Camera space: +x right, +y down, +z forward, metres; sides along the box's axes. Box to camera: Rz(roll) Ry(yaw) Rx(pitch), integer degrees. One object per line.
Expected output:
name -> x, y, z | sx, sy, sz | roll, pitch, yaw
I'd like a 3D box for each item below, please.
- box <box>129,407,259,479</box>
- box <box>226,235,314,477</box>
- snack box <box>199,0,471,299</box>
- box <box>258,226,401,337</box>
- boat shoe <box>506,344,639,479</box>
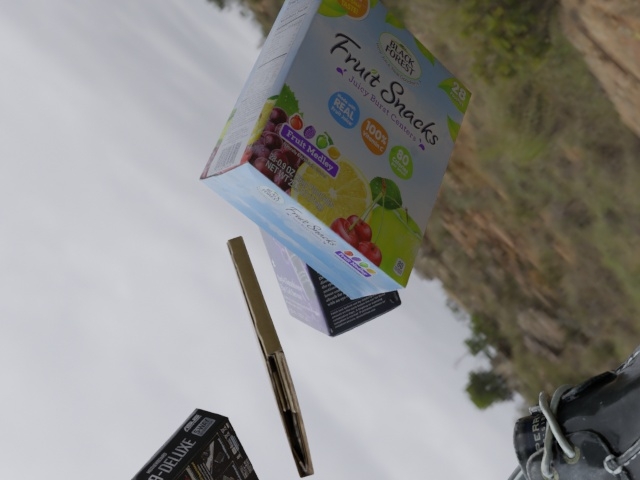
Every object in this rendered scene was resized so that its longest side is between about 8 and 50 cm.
box -> -0.181, 0.452, 1.590 | 0.077, 0.242, 0.307 | 7, 131, 40
box -> -0.051, 0.114, 1.050 | 0.201, 0.021, 0.164 | -116, 10, -55
snack box -> 0.021, -0.087, 0.836 | 0.174, 0.207, 0.070 | 38, 147, -29
box -> 0.000, 0.000, 1.334 | 0.153, 0.108, 0.207 | 15, 127, 68
boat shoe -> 0.180, 0.149, 0.671 | 0.119, 0.335, 0.121 | 18, -142, 1
